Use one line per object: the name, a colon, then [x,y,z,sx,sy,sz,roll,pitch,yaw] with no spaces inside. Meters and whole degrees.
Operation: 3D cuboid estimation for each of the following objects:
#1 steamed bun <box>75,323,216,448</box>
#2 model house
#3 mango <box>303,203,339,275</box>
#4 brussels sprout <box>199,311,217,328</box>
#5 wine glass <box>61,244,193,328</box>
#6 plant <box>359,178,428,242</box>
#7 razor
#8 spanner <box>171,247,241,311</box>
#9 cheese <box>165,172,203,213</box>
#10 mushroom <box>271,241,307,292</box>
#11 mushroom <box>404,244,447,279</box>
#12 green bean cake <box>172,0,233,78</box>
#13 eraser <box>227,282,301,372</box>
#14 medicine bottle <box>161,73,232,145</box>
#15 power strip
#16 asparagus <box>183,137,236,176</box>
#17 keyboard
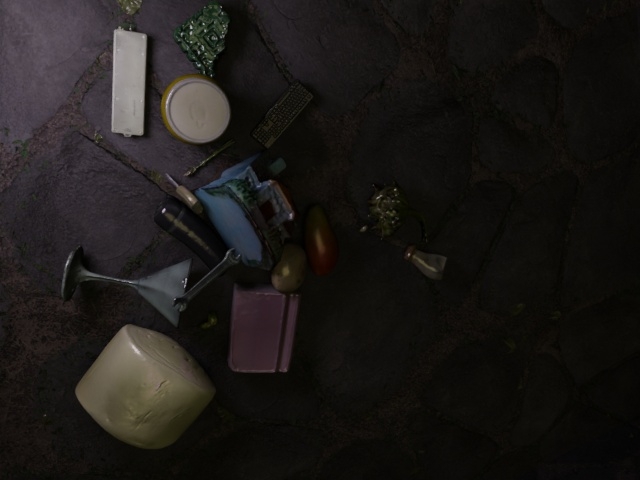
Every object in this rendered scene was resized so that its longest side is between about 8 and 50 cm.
steamed bun: [-0.651,0.573,1.772,0.456,0.290,0.371,40,91,-22]
model house: [-0.201,-0.129,1.728,0.339,0.297,0.360,-43,115,-34]
mango: [-0.004,0.003,1.871,0.146,0.129,0.289,-29,110,-35]
brussels sprout: [-0.454,0.330,1.887,0.083,0.046,0.051,-46,68,8]
wine glass: [-0.685,0.151,1.673,0.406,0.267,0.267,14,102,-13]
plant: [0.329,-0.123,1.968,0.333,0.180,0.251,3,100,-50]
razor: [-0.457,-0.020,1.701,0.113,0.204,0.349,-44,115,-2]
spanner: [-0.394,0.137,1.628,0.302,0.017,0.071,-45,127,-24]
cheese: [-0.500,-0.177,1.676,0.037,0.097,0.192,-42,74,-15]
mushroom: [-0.161,0.099,1.837,0.215,0.207,0.207,13,104,15]
mushroom: [0.468,0.100,2.060,0.225,0.093,0.116,19,81,-11]
green bean cake: [-0.373,-0.686,1.581,0.208,0.107,0.193,-41,111,-3]
eraser: [-0.240,0.363,1.917,0.272,0.122,0.359,5,104,-17]
medicine bottle: [-0.398,-0.421,1.501,0.224,0.384,0.224,-5,107,-15]
power strip: [-0.650,-0.540,1.579,0.106,0.043,0.367,4,105,-17]
asparagus: [-0.413,-0.306,1.725,0.233,0.022,0.023,-38,156,-5]
keyboard: [-0.110,-0.512,1.738,0.103,0.041,0.381,38,93,-22]
